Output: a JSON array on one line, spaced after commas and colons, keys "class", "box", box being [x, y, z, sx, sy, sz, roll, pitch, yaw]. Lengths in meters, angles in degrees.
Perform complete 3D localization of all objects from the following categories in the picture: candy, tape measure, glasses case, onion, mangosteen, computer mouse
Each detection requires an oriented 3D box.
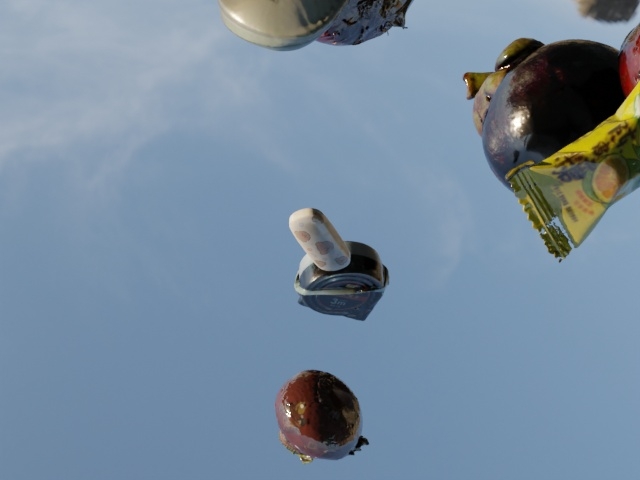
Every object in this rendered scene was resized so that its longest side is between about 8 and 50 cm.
[{"class": "candy", "box": [0.435, -0.119, 1.520, 0.187, 0.297, 0.081, 55, -178, -23]}, {"class": "tape measure", "box": [0.044, 0.078, 2.031, 0.182, 0.181, 0.107, 14, -131, -25]}, {"class": "glasses case", "box": [0.000, 0.000, 1.753, 0.164, 0.063, 0.041, 55, -155, -46]}, {"class": "onion", "box": [0.051, -0.509, 1.836, 0.314, 0.313, 0.232, -14, -131, -42]}, {"class": "mangosteen", "box": [0.508, -0.266, 2.185, 0.382, 0.381, 0.435, 0, -157, -31]}, {"class": "computer mouse", "box": [-0.019, -0.423, 1.473, 0.197, 0.095, 0.330, 29, -102, 20]}]

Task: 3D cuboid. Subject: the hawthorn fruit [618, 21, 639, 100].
[{"class": "hawthorn fruit", "box": [0.708, -0.317, 1.880, 0.316, 0.316, 0.316, 16, -143, -13]}]

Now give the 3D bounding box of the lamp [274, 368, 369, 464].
[{"class": "lamp", "box": [-0.010, 0.294, 1.645, 0.156, 0.135, 0.157, 6, -127, -50]}]
